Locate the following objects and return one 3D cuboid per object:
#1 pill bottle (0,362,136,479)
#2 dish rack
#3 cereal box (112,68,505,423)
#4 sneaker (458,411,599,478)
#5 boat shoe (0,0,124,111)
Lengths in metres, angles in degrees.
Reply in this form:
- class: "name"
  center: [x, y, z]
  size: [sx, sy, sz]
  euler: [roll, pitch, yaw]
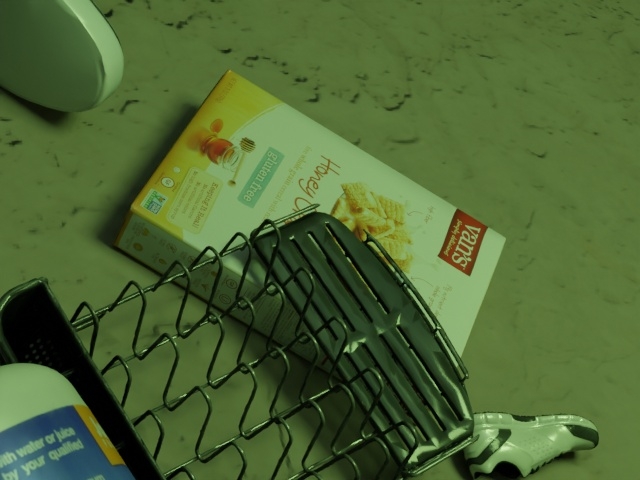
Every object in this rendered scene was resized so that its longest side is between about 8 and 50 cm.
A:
- class: "pill bottle"
  center: [-0.145, 0.152, 0.673]
  size: [0.152, 0.152, 0.272]
  euler: [-25, 76, -43]
- class: "dish rack"
  center: [-0.036, 0.084, 0.879]
  size: [0.271, 0.074, 0.208]
  euler: [-25, 73, -30]
- class: "cereal box"
  center: [0.000, 0.000, 1.032]
  size: [0.240, 0.047, 0.173]
  euler: [30, 43, -3]
- class: "sneaker"
  center: [0.139, 0.139, 0.999]
  size: [0.109, 0.040, 0.043]
  euler: [2, 66, -25]
- class: "boat shoe"
  center: [-0.239, -0.206, 1.049]
  size: [0.301, 0.108, 0.102]
  euler: [36, 43, 15]
